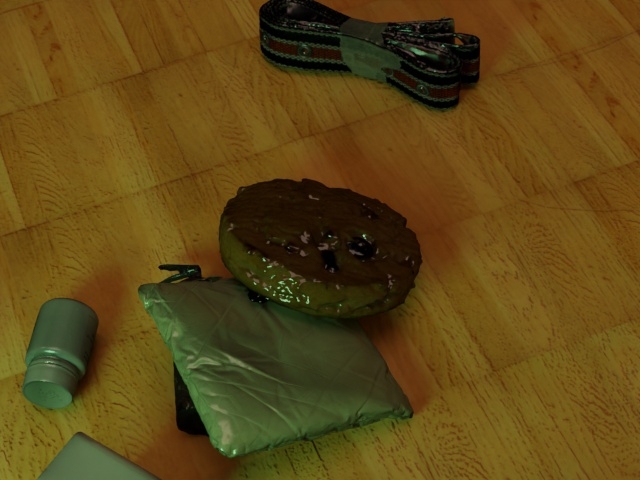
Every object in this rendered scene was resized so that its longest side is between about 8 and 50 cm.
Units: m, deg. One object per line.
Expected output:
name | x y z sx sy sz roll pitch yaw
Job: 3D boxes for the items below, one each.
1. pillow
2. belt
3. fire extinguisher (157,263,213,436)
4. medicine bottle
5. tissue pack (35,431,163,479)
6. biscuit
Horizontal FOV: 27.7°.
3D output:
pillow | -0.057 0.143 1.622 0.281 0.076 0.274 -7 48 -33
belt | 0.069 -0.299 2.015 0.360 0.094 0.126 13 53 16
fire extinguisher | -0.167 0.127 1.685 0.089 0.072 0.267 -16 49 8
medicine bottle | -0.338 0.146 1.676 0.080 0.080 0.130 3 50 7
tissue pack | -0.274 0.366 1.433 0.136 0.159 0.246 24 55 21
biscuit | 0.001 -0.001 1.714 0.296 0.075 0.296 11 32 -7
